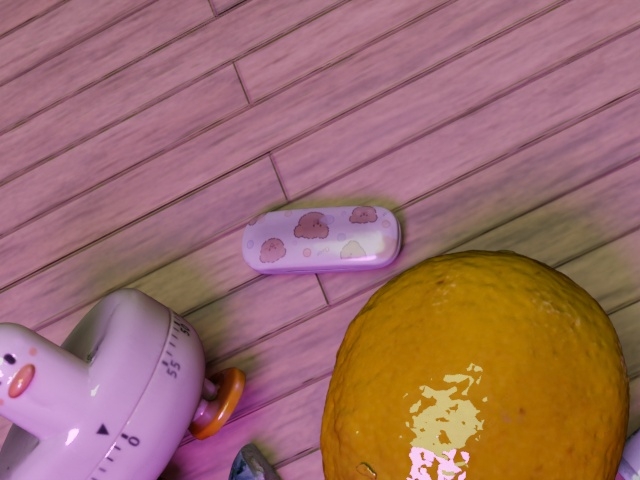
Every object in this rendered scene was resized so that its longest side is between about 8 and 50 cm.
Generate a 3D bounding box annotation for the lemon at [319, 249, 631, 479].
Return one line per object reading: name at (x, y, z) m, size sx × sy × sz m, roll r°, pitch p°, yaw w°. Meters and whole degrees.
lemon at (0.123, 0.150, 0.976) m, size 0.245 × 0.245 × 0.319 m, roll 8°, pitch 64°, yaw 22°

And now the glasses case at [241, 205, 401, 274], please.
glasses case at (0.000, 0.000, 1.186) m, size 0.164 × 0.041 × 0.063 m, roll -2°, pitch 71°, yaw 19°

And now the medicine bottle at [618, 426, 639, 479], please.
medicine bottle at (0.363, 0.130, 0.987) m, size 0.258 × 0.079 × 0.124 m, roll -41°, pitch 69°, yaw 3°

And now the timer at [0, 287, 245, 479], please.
timer at (-0.222, 0.145, 1.102) m, size 0.240 × 0.233 × 0.233 m, roll 35°, pitch 84°, yaw -18°

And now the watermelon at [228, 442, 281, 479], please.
watermelon at (-0.056, 0.230, 1.121) m, size 0.061 × 0.085 × 0.085 m, roll 7°, pitch 71°, yaw -14°
